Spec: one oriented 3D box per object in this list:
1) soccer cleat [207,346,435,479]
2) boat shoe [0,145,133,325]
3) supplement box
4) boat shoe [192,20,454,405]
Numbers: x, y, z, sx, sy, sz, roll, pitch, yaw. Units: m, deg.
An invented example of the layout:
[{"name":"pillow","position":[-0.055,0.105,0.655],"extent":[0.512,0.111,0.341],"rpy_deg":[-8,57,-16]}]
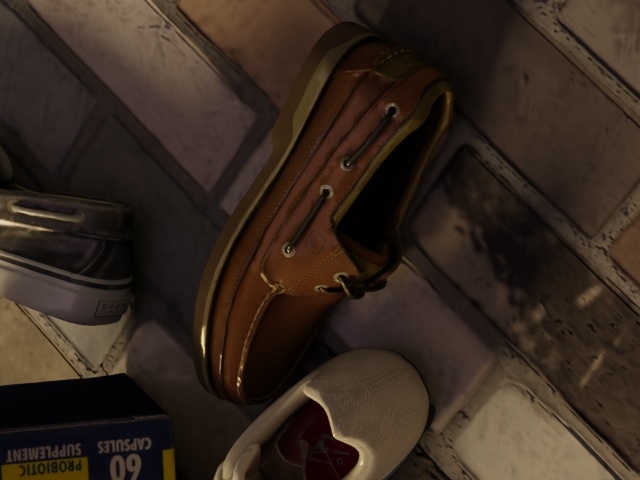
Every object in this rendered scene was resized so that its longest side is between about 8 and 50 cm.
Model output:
[{"name":"soccer cleat","position":[-0.050,0.202,1.307],"extent":[0.116,0.143,0.331],"rpy_deg":[48,119,20]},{"name":"boat shoe","position":[-0.292,-0.031,1.472],"extent":[0.335,0.121,0.119],"rpy_deg":[18,98,20]},{"name":"supplement box","position":[-0.219,0.300,1.362],"extent":[0.195,0.194,0.357],"rpy_deg":[-161,67,-73]},{"name":"boat shoe","position":[0.000,0.000,1.266],"extent":[0.104,0.110,0.307],"rpy_deg":[32,113,28]}]
